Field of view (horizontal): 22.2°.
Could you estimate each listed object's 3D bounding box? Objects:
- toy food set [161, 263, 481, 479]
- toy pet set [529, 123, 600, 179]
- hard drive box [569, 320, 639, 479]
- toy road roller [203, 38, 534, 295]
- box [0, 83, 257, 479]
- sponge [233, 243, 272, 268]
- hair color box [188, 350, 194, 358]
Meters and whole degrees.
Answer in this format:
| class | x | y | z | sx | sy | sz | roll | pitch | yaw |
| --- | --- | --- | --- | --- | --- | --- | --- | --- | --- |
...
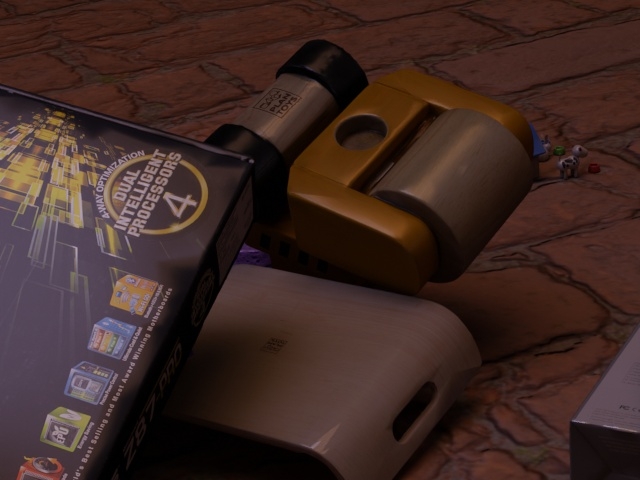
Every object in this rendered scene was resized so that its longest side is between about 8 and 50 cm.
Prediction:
| class | x | y | z | sx | sy | sz | roll | pitch | yaw |
| --- | --- | --- | --- | --- | --- | --- | --- | --- | --- |
| toy food set | -0.035 | 0.134 | 1.502 | 0.306 | 0.092 | 0.220 | 10 | 38 | 34 |
| toy pet set | 0.270 | -0.121 | 2.027 | 0.114 | 0.065 | 0.122 | -16 | 26 | -24 |
| hard drive box | 0.332 | 0.148 | 1.373 | 0.181 | 0.089 | 0.232 | 9 | 27 | 27 |
| toy road roller | 0.048 | -0.032 | 1.644 | 0.329 | 0.241 | 0.202 | 22 | 54 | 31 |
| box | -0.265 | 0.055 | 1.346 | 0.318 | 0.097 | 0.395 | 16 | 54 | 12 |
| sponge | 0.000 | 0.000 | 1.845 | 0.210 | 0.031 | 0.117 | 0 | 25 | 11 |
| hair color box | -0.280 | 0.063 | 1.564 | 0.185 | 0.110 | 0.339 | -28 | 24 | -19 |
